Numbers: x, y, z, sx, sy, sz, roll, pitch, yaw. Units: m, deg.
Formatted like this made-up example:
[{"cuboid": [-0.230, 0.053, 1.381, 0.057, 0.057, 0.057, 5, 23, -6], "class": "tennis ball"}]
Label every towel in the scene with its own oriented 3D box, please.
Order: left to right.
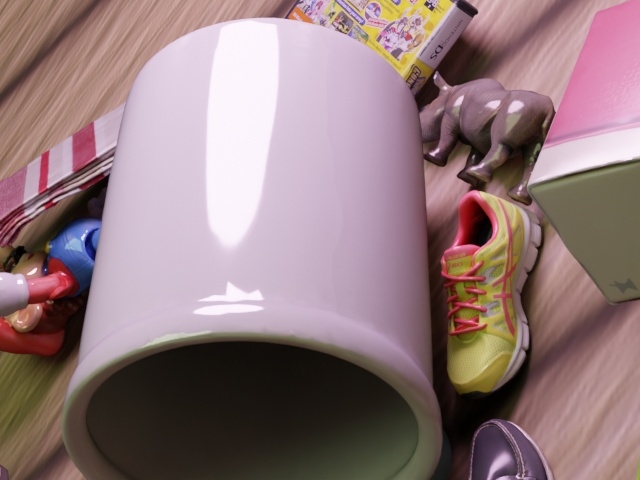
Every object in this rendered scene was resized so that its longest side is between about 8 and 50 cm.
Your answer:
[{"cuboid": [-0.268, -0.116, 2.029, 0.329, 0.037, 0.237, -33, 18, 1], "class": "towel"}]

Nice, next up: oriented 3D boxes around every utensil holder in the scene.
[{"cuboid": [-0.055, 0.033, 1.530, 0.327, 0.327, 0.385, -29, 41, 30], "class": "utensil holder"}]

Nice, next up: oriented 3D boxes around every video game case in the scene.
[{"cuboid": [0.033, -0.213, 1.847, 0.248, 0.035, 0.275, -54, 36, 11], "class": "video game case"}]

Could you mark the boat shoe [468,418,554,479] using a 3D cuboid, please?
[{"cuboid": [0.155, 0.229, 1.391, 0.075, 0.065, 0.206, -33, 42, 27], "class": "boat shoe"}]

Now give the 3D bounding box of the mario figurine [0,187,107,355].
[{"cuboid": [-0.316, 0.008, 1.980, 0.320, 0.198, 0.170, -36, 58, 16], "class": "mario figurine"}]

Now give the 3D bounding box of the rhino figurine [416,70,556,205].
[{"cuboid": [0.156, -0.114, 1.652, 0.106, 0.073, 0.243, -61, 30, 0], "class": "rhino figurine"}]

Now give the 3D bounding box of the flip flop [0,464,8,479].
[{"cuboid": [-0.429, 0.352, 1.768, 0.277, 0.080, 0.112, -57, 30, 11], "class": "flip flop"}]

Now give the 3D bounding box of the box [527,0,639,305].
[{"cuboid": [0.288, -0.085, 1.377, 0.127, 0.148, 0.232, -14, 37, 39], "class": "box"}]

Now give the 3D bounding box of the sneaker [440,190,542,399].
[{"cuboid": [0.142, 0.047, 1.524, 0.081, 0.094, 0.208, -15, 53, 38], "class": "sneaker"}]

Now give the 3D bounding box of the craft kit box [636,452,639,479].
[{"cuboid": [0.366, 0.122, 1.257, 0.246, 0.061, 0.250, -17, 50, 43], "class": "craft kit box"}]

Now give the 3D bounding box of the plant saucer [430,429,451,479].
[{"cuboid": [0.069, 0.215, 1.533, 0.119, 0.021, 0.119, -28, 45, 31], "class": "plant saucer"}]
